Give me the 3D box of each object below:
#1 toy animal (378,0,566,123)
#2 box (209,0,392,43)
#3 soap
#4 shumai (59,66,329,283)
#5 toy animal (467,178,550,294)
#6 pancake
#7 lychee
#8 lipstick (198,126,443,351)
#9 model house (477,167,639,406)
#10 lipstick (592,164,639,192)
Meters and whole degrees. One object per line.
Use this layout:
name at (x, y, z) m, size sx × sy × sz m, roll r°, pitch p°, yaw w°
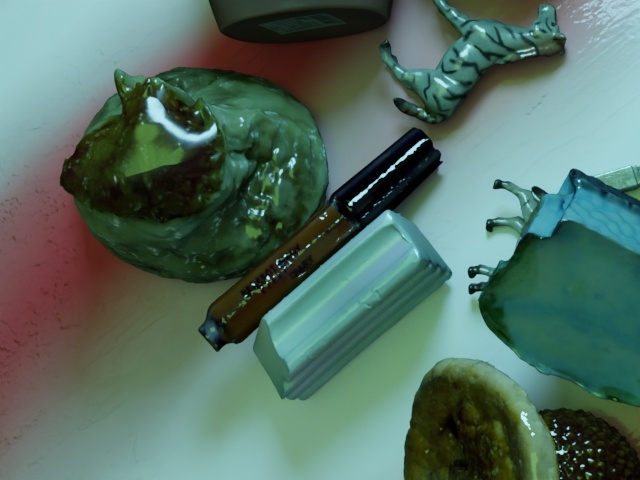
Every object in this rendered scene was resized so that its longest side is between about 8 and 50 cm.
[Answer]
toy animal at (0.201, -0.281, 1.698) m, size 0.255 × 0.090 × 0.170 m, roll -31°, pitch 77°, yaw 16°
box at (-0.027, -0.403, 1.702) m, size 0.301 × 0.301 × 0.216 m, roll -7°, pitch 88°, yaw 19°
soap at (0.032, 0.093, 1.658) m, size 0.289 × 0.173 × 0.095 m, roll -41°, pitch 70°, yaw 11°
shumai at (-0.212, -0.110, 1.695) m, size 0.398 × 0.323 × 0.324 m, roll 10°, pitch 87°, yaw 19°
toy animal at (0.292, 0.035, 1.631) m, size 0.176 × 0.073 × 0.216 m, roll 12°, pitch 82°, yaw 15°
pancake at (0.185, 0.317, 1.523) m, size 0.065 × 0.356 × 0.356 m, roll 0°, pitch 80°, yaw -20°
lychee at (0.317, 0.301, 1.530) m, size 0.188 × 0.188 × 0.188 m, roll -3°, pitch 82°, yaw 19°
lipstick at (0.000, 0.000, 1.681) m, size 0.418 × 0.077 × 0.077 m, roll -42°, pitch 71°, yaw -8°
model house at (0.366, 0.029, 1.527) m, size 0.261 × 0.241 × 0.226 m, roll 28°, pitch 133°, yaw 3°
lipstick at (0.428, -0.087, 1.619) m, size 0.129 × 0.030 × 0.030 m, roll -16°, pitch 78°, yaw 11°
